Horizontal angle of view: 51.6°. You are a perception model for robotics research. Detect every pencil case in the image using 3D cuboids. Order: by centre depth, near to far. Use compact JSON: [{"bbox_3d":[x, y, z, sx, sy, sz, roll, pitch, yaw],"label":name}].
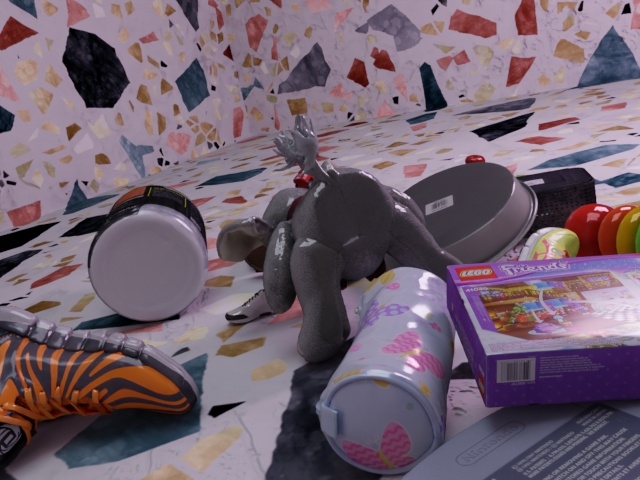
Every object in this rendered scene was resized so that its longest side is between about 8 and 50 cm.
[{"bbox_3d":[0.082,0.125,0.716,0.124,0.114,0.273,20,24,6],"label":"pencil case"}]

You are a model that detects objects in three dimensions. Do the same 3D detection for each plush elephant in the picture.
[{"bbox_3d":[0.000,0.000,0.995,0.271,0.330,0.255,-30,1,-19],"label":"plush elephant"}]

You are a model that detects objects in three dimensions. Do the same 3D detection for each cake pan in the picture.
[{"bbox_3d":[0.212,-0.037,1.112,0.293,0.054,0.293,-26,26,14],"label":"cake pan"}]

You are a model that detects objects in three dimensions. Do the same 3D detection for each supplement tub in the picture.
[{"bbox_3d":[-0.324,0.008,1.282,0.207,0.207,0.338,-15,16,-6],"label":"supplement tub"}]

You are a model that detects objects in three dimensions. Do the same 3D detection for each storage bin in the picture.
[{"bbox_3d":[0.394,-0.067,1.190,0.180,0.085,0.122,-9,17,13],"label":"storage bin"}]

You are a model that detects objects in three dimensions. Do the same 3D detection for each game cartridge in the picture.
[{"bbox_3d":[0.183,0.200,0.509,0.297,0.062,0.198,-22,14,-27],"label":"game cartridge"}]

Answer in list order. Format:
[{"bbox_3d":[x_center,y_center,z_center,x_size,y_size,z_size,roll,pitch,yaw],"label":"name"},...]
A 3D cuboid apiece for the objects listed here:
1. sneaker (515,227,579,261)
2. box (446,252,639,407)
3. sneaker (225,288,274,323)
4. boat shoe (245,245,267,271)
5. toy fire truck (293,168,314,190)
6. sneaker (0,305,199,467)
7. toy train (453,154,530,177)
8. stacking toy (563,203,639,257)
[{"bbox_3d":[0.304,0.052,0.877,0.094,0.082,0.208,5,35,46],"label":"sneaker"},{"bbox_3d":[0.283,0.076,0.639,0.293,0.057,0.201,-4,20,3],"label":"box"},{"bbox_3d":[-0.106,0.103,1.082,0.109,0.044,0.040,-19,19,-12],"label":"sneaker"},{"bbox_3d":[-0.047,0.033,1.190,0.257,0.095,0.095,-2,25,34],"label":"boat shoe"},{"bbox_3d":[0.025,-0.124,1.580,0.047,0.192,0.135,1,50,44],"label":"toy fire truck"},{"bbox_3d":[-0.320,0.203,0.814,0.320,0.125,0.180,9,48,16],"label":"sneaker"},{"bbox_3d":[0.373,-0.123,1.382,0.143,0.105,0.248,9,25,29],"label":"toy train"},{"bbox_3d":[0.444,0.000,0.858,0.141,0.141,0.330,-19,12,-20],"label":"stacking toy"}]
